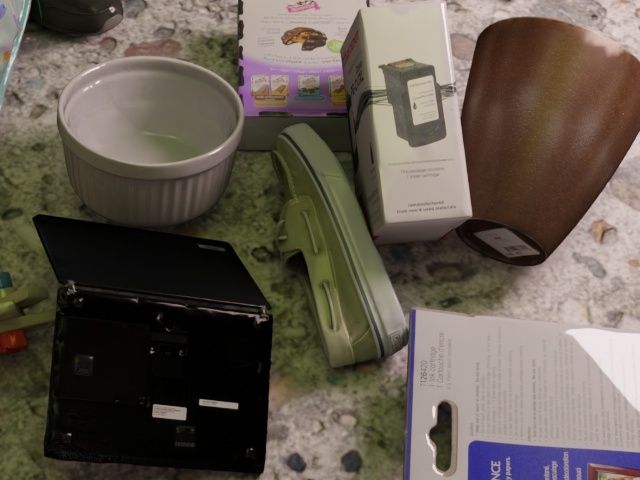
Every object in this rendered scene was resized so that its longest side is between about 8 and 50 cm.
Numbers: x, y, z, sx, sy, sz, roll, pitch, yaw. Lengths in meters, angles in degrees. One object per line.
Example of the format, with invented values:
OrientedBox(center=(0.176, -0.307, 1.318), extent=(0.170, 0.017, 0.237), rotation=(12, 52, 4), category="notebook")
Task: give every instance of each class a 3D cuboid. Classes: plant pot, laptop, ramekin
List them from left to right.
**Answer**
OrientedBox(center=(-0.181, 0.104, 1.502), extent=(0.234, 0.136, 0.264), rotation=(8, 77, -26), category="laptop")
OrientedBox(center=(-0.191, -0.106, 1.625), extent=(0.207, 0.109, 0.207), rotation=(5, 41, -4), category="ramekin")
OrientedBox(center=(0.241, -0.095, 1.629), extent=(0.215, 0.215, 0.230), rotation=(19, 70, 9), category="plant pot")

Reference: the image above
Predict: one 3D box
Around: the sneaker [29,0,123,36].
OrientedBox(center=(-0.353, -0.353, 1.813), extent=(0.267, 0.106, 0.101), rotation=(37, 58, 19), category="sneaker")

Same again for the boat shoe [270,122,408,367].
OrientedBox(center=(0.000, 0.000, 1.587), extent=(0.094, 0.109, 0.302), rotation=(-19, 60, -11), category="boat shoe")

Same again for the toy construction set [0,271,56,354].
OrientedBox(center=(-0.417, -0.006, 1.548), extent=(0.215, 0.151, 0.327), rotation=(-7, 59, -40), category="toy construction set")

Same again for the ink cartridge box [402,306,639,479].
OrientedBox(center=(0.235, 0.222, 1.471), extent=(0.307, 0.072, 0.303), rotation=(4, 56, 1), category="ink cartridge box")

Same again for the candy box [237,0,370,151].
OrientedBox(center=(-0.019, -0.204, 1.751), extent=(0.165, 0.070, 0.196), rotation=(0, 55, -3), category="candy box")

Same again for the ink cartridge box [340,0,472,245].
OrientedBox(center=(0.089, -0.124, 1.586), extent=(0.100, 0.172, 0.237), rotation=(-5, 82, -8), category="ink cartridge box")

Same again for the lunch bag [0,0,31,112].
OrientedBox(center=(-0.466, -0.279, 1.713), extent=(0.223, 0.160, 0.262), rotation=(6, 62, 4), category="lunch bag")
